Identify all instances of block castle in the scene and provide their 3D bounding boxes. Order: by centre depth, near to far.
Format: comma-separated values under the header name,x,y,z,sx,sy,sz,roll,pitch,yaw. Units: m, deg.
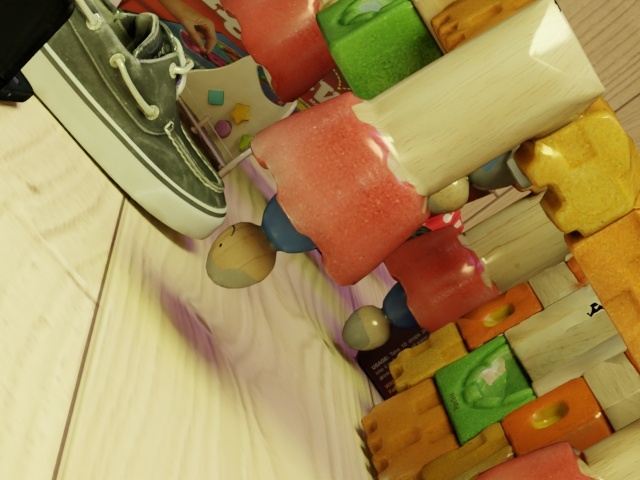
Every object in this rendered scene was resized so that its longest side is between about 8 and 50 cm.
name,x,y,z,sx,sy,sz,roll,pitch,yaw
block castle,0.069,-0.005,1.093,0.303,0.213,0.453,57,5,-18

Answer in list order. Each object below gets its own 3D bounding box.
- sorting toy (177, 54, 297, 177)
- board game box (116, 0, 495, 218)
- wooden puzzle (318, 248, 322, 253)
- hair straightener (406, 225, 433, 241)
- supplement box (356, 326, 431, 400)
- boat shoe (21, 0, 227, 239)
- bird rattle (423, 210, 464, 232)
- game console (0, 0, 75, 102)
name,x,y,z,sx,sy,sz,roll,pitch,yaw
sorting toy,-0.058,-0.094,1.367,0.083,0.075,0.045,56,8,21
board game box,-0.009,-0.111,1.411,0.281,0.027,0.145,38,-30,-17
wooden puzzle,0.000,0.000,1.581,0.083,0.006,0.049,54,7,8
hair straightener,0.068,0.010,1.427,0.230,0.047,0.089,26,2,14
supplement box,0.117,0.135,1.379,0.188,0.081,0.104,55,7,12
boat shoe,-0.105,-0.085,1.019,0.219,0.070,0.078,49,8,-36
bird rattle,0.059,-0.106,1.776,0.143,0.207,0.253,20,19,-44
game console,-0.160,-0.132,0.883,0.122,0.071,0.107,54,7,3
